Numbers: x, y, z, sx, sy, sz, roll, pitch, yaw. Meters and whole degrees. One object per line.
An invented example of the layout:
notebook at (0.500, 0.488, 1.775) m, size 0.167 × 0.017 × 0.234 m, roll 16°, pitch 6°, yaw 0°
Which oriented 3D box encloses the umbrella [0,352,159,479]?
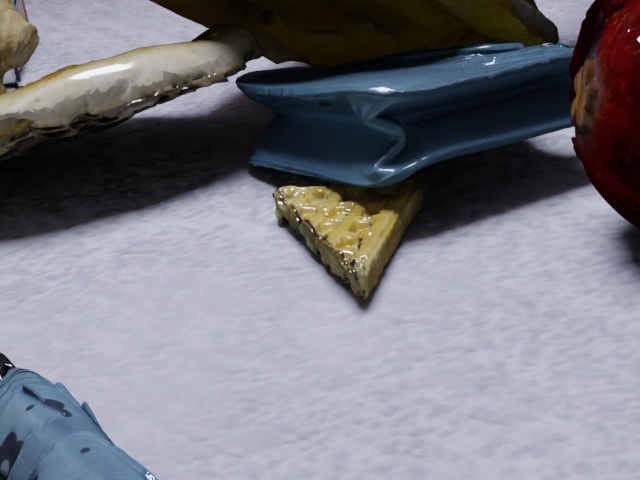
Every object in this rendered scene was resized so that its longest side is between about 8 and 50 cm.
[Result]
umbrella at (-0.110, 0.096, 0.744) m, size 0.053 × 0.052 × 0.250 m, roll 30°, pitch -1°, yaw -29°

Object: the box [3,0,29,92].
box at (-0.351, -0.284, 1.471) m, size 0.145 × 0.332 × 0.173 m, roll -11°, pitch 24°, yaw 0°

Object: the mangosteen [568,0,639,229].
mangosteen at (0.220, -0.071, 0.909) m, size 0.180 × 0.166 × 0.166 m, roll 14°, pitch 18°, yaw -10°

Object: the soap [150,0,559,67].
soap at (0.006, -0.205, 1.214) m, size 0.259 × 0.143 × 0.281 m, roll -1°, pitch -6°, yaw 26°

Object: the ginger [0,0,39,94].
ginger at (-0.327, -0.140, 1.342) m, size 0.216 × 0.157 × 0.102 m, roll -34°, pitch -7°, yaw -22°

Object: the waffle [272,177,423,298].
waffle at (0.000, 0.000, 0.988) m, size 0.098 × 0.023 × 0.152 m, roll -4°, pitch 21°, yaw 17°

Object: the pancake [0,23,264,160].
pancake at (-0.175, -0.092, 1.199) m, size 0.282 × 0.049 × 0.282 m, roll -21°, pitch 5°, yaw 2°

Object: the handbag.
handbag at (0.061, -0.090, 1.099) m, size 0.179 × 0.062 × 0.229 m, roll -16°, pitch 13°, yaw -21°
